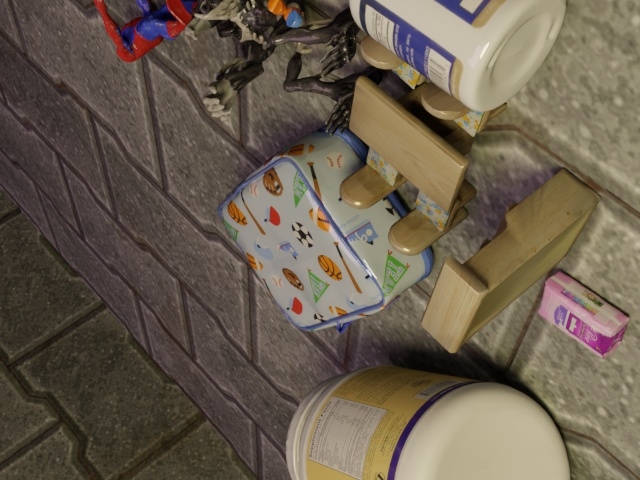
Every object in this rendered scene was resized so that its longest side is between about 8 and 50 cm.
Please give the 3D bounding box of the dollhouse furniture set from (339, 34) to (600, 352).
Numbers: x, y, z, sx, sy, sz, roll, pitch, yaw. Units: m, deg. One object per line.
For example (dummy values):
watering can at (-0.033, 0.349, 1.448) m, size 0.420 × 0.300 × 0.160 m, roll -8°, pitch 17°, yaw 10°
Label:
dollhouse furniture set at (0.100, -0.047, 0.777) m, size 0.242 × 0.161 × 0.212 m, roll 44°, pitch 153°, yaw 22°

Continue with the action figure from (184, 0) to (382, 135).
action figure at (-0.073, -0.219, 0.896) m, size 0.276 × 0.141 × 0.164 m, roll 31°, pitch 148°, yaw 34°

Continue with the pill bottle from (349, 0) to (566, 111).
pill bottle at (0.089, -0.197, 0.670) m, size 0.187 × 0.112 × 0.112 m, roll 43°, pitch 152°, yaw 24°

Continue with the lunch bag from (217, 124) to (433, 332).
lunch bag at (0.000, 0.000, 1.072) m, size 0.243 × 0.115 × 0.303 m, roll 54°, pitch 154°, yaw -4°

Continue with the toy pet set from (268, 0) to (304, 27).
toy pet set at (0.003, -0.256, 0.773) m, size 0.122 × 0.065 × 0.114 m, roll -59°, pitch 40°, yaw 17°

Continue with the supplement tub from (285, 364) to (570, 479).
supplement tub at (0.118, 0.285, 1.064) m, size 0.241 × 0.241 × 0.331 m, roll 61°, pitch 154°, yaw -12°

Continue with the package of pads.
package of pads at (0.252, 0.072, 0.813) m, size 0.083 × 0.032 × 0.050 m, roll 38°, pitch 153°, yaw 31°

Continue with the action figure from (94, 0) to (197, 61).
action figure at (-0.239, -0.320, 1.116) m, size 0.139 × 0.091 × 0.280 m, roll 55°, pitch 155°, yaw -16°
